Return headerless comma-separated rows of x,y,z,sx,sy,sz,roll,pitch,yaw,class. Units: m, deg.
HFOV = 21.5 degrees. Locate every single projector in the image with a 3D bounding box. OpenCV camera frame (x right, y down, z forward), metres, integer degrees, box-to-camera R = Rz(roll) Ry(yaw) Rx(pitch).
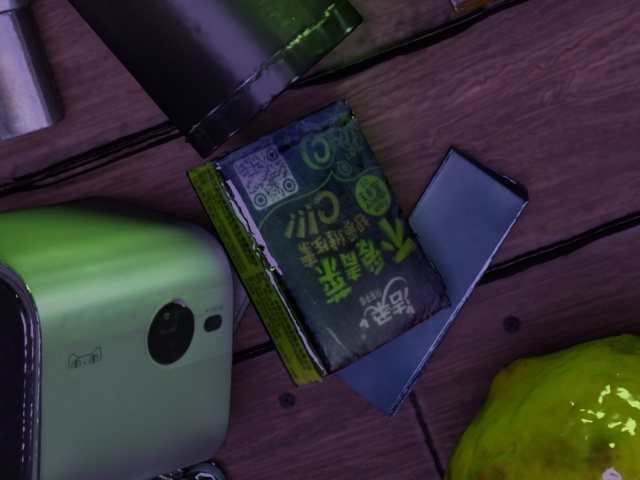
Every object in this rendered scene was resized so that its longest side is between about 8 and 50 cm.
-0.255,0.105,1.610,0.248,0.249,0.249,16,109,40,projector

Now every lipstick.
-0.325,-0.230,1.668,0.077,0.079,0.253,-14,101,10,lipstick

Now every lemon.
0.288,0.275,1.585,0.350,0.350,0.387,-39,88,14,lemon

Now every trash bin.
-0.134,-0.252,1.580,0.301,0.203,0.252,49,147,-6,trash bin

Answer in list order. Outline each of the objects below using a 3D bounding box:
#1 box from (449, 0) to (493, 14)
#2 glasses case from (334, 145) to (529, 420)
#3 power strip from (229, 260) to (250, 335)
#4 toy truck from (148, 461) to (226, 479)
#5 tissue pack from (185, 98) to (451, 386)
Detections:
0.299,-0.335,1.476,0.415,0.264,0.116,-20,101,13,box
0.110,0.043,1.707,0.105,0.056,0.266,37,107,22,glasses case
-0.093,0.053,1.711,0.052,0.078,0.272,25,106,-2,power strip
-0.178,0.300,1.764,0.259,0.128,0.135,28,119,-1,toy truck
0.000,0.000,1.614,0.173,0.073,0.235,-29,92,-29,tissue pack
